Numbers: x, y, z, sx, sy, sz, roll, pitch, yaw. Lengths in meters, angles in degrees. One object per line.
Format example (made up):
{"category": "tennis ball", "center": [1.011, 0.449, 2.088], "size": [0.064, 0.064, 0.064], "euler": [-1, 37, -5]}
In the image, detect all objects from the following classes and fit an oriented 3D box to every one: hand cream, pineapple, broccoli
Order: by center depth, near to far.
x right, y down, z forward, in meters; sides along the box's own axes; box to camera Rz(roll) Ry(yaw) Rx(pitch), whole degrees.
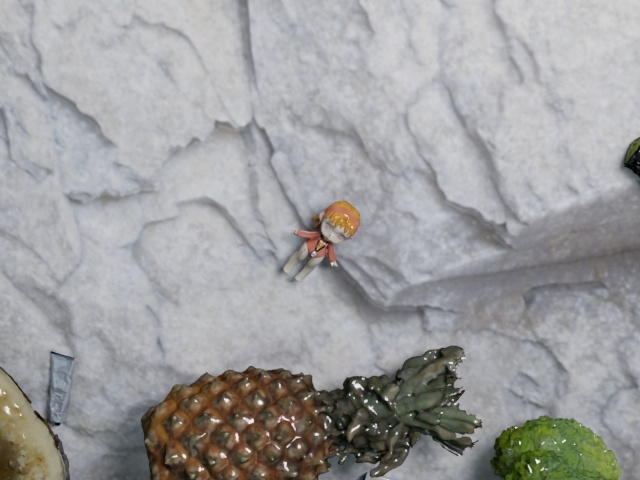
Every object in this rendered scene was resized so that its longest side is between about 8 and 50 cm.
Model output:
{"category": "broccoli", "center": [0.226, 0.355, 1.218], "size": [0.186, 0.254, 0.302], "euler": [18, 109, -24]}
{"category": "pineapple", "center": [-0.010, 0.194, 1.265], "size": [0.361, 0.175, 0.175], "euler": [-20, 105, 10]}
{"category": "hand cream", "center": [-0.308, 0.176, 1.389], "size": [0.030, 0.019, 0.093], "euler": [11, 105, 9]}

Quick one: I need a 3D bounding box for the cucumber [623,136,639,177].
{"category": "cucumber", "center": [0.373, -0.043, 1.166], "size": [0.163, 0.043, 0.039], "euler": [37, 70, -7]}

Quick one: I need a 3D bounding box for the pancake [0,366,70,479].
{"category": "pancake", "center": [-0.490, 0.277, 1.430], "size": [0.382, 0.071, 0.382], "euler": [4, 110, 10]}

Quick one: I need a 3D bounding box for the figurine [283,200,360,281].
{"category": "figurine", "center": [0.000, 0.000, 1.248], "size": [0.064, 0.047, 0.109], "euler": [36, 121, -11]}

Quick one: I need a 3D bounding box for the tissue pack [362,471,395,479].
{"category": "tissue pack", "center": [0.066, 0.338, 1.337], "size": [0.079, 0.085, 0.111], "euler": [19, 112, 2]}
